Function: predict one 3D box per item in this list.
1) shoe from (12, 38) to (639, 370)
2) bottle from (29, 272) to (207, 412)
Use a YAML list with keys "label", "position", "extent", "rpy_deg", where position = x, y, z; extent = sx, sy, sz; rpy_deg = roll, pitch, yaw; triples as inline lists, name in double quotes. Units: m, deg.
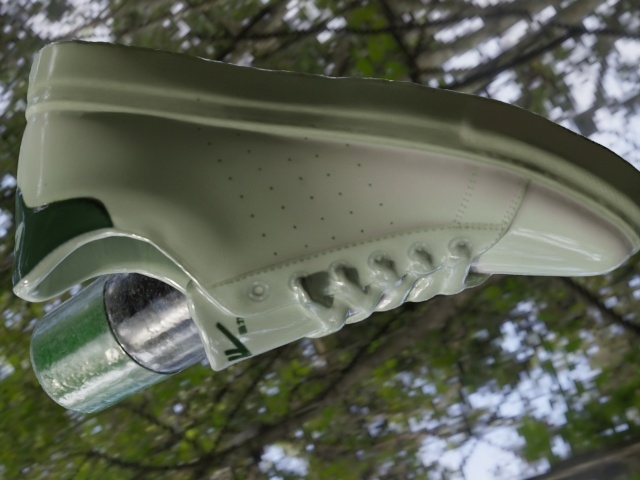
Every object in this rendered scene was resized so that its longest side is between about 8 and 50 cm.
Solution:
- label: "shoe"
  position: [0.000, 0.000, 0.894]
  extent: [0.363, 0.132, 0.160]
  rpy_deg: [11, -103, 4]
- label: "bottle"
  position: [-0.075, 0.028, 1.139]
  extent: [0.093, 0.330, 0.093]
  rpy_deg: [29, -133, -35]
